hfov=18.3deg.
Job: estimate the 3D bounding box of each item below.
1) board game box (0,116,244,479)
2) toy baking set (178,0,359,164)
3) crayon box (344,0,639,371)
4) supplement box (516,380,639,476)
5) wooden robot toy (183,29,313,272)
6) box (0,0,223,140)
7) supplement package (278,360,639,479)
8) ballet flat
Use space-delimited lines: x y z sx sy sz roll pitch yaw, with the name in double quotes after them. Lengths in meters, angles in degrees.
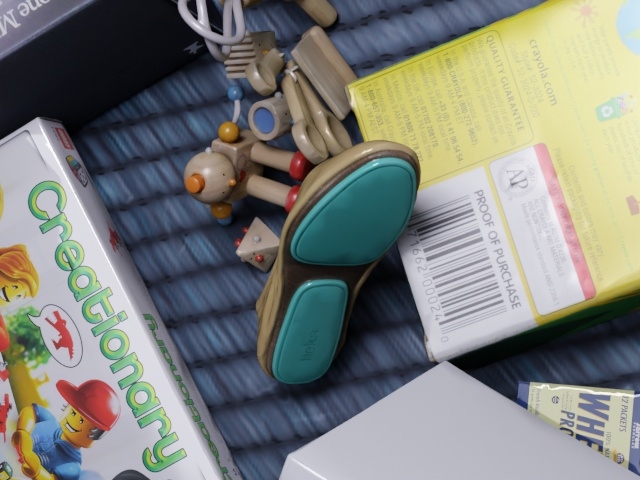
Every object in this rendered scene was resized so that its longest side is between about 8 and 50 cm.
-0.201 0.092 1.398 0.193 0.053 0.305 -30 81 13 "board game box"
-0.041 -0.154 1.287 0.030 0.256 0.197 -33 36 20 "toy baking set"
0.197 -0.061 1.284 0.318 0.081 0.202 -21 76 16 "crayon box"
0.173 0.122 1.263 0.083 0.083 0.056 3 84 19 "supplement box"
-0.056 -0.052 1.344 0.076 0.079 0.173 19 115 32 "wooden robot toy"
-0.272 -0.214 1.422 0.296 0.183 0.294 -30 75 13 "box"
0.067 0.251 1.176 0.199 0.198 0.263 30 116 21 "supplement package"
0.000 0.000 1.293 0.232 0.080 0.073 115 150 -43 "ballet flat"
